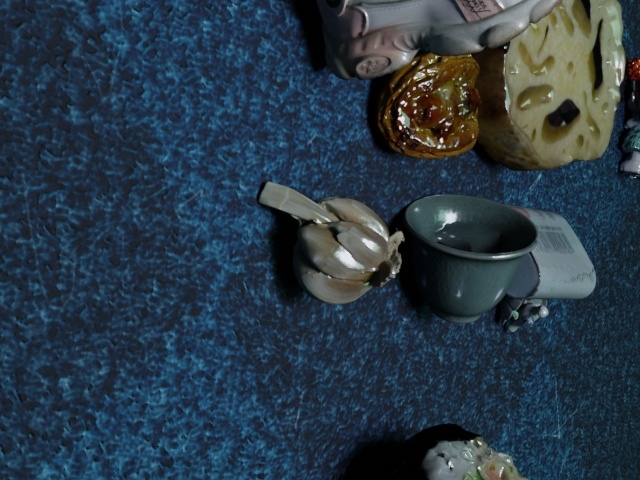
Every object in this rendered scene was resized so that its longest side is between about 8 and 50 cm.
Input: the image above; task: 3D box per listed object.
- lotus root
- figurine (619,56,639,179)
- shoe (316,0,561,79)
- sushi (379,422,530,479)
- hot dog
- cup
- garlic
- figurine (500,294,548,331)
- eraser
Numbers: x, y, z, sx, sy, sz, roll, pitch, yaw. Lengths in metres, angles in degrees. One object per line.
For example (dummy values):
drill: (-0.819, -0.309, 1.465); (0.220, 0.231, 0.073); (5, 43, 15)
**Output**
lotus root: (0.381, -0.282, 1.741); (0.375, 0.111, 0.390); (52, 58, -29)
figurine: (0.686, -0.253, 2.211); (0.138, 0.110, 0.246); (11, 90, -35)
shoe: (0.131, -0.328, 1.258); (0.198, 0.351, 0.172); (60, 28, -28)
sushi: (0.160, 0.451, 1.441); (0.328, 0.285, 0.329); (9, 48, -59)
hot dog: (0.165, -0.199, 1.516); (0.227, 0.099, 0.161); (-31, 117, -45)
cup: (0.210, 0.039, 1.553); (0.199, 0.199, 0.150); (-29, 134, -49)
garlic: (0.000, 0.000, 1.311); (0.194, 0.127, 0.131); (29, 47, -23)
figurine: (0.348, 0.120, 1.807); (0.094, 0.082, 0.086); (-55, -172, 24)
eraser: (0.362, 0.021, 1.768); (0.227, 0.081, 0.174); (6, 55, -54)
